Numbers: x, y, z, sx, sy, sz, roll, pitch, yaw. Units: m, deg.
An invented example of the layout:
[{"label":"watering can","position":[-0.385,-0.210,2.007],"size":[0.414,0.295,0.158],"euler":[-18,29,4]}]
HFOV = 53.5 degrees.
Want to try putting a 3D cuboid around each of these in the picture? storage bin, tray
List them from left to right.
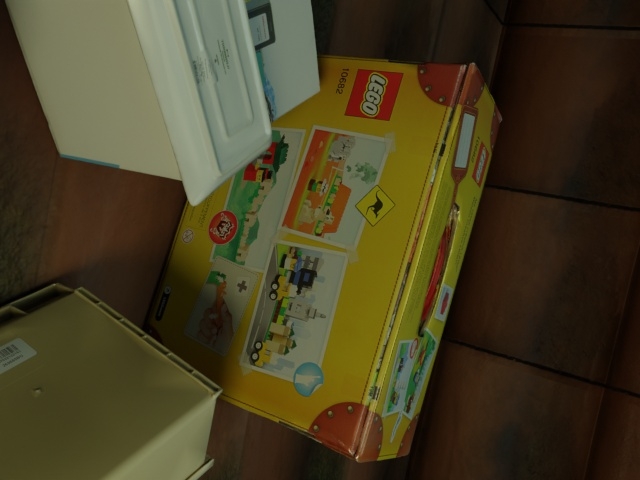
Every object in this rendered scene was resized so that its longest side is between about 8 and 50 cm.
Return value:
[{"label":"storage bin","position":[-0.282,0.189,0.632],"size":[0.262,0.260,0.123],"euler":[-33,146,-50]},{"label":"tray","position":[-0.103,-0.178,0.607],"size":[0.145,0.030,0.270],"euler":[-46,138,-40]}]

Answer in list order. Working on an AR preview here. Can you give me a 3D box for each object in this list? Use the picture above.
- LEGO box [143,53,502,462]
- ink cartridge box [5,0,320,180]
[{"label":"LEGO box","position":[0.000,0.000,0.910],"size":[0.193,0.372,0.500],"euler":[28,78,-60]},{"label":"ink cartridge box","position":[-0.159,-0.224,0.723],"size":[0.270,0.198,0.197],"euler":[-44,137,-44]}]
